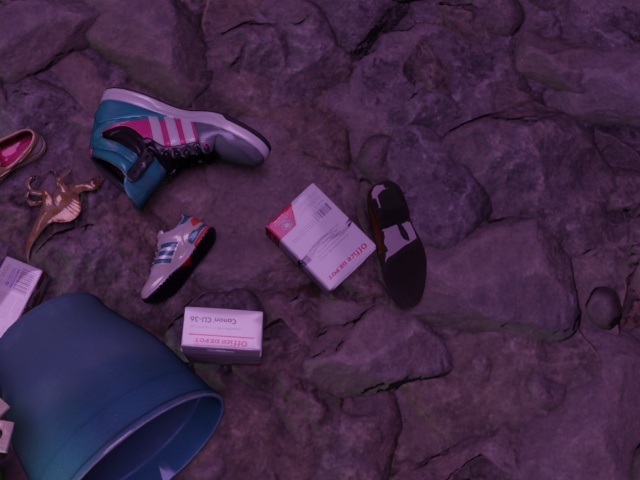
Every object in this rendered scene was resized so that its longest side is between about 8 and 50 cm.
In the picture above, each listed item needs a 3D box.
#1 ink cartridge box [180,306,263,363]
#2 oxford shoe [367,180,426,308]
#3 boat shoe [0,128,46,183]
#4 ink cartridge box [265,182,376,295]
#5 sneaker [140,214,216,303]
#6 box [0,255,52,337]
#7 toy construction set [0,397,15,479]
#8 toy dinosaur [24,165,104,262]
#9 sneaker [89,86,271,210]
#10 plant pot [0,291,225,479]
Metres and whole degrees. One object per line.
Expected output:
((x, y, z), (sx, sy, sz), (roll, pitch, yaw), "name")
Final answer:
((-0.142, 0.142, 1.129), (0.115, 0.198, 0.067), (4, 75, -5), "ink cartridge box")
((0.124, 0.007, 1.261), (0.076, 0.076, 0.212), (-12, 93, -10), "oxford shoe")
((-0.528, -0.129, 1.236), (0.170, 0.059, 0.063), (-39, 82, -13), "boat shoe")
((0.000, 0.000, 1.250), (0.109, 0.063, 0.150), (-43, 83, -14), "ink cartridge box")
((-0.243, 0.027, 1.232), (0.075, 0.057, 0.161), (33, 76, 21), "sneaker")
((-0.512, 0.183, 1.154), (0.067, 0.063, 0.324), (21, 75, 0), "box")
((-0.479, 0.247, 0.966), (0.151, 0.328, 0.215), (-5, 63, -28), "toy construction set")
((-0.435, -0.059, 1.230), (0.092, 0.053, 0.183), (41, 76, 4), "toy dinosaur")
((-0.242, -0.127, 1.226), (0.295, 0.124, 0.178), (16, 69, 7), "sneaker")
((-0.318, 0.219, 1.071), (0.271, 0.272, 0.255), (-40, 68, -13), "plant pot")
